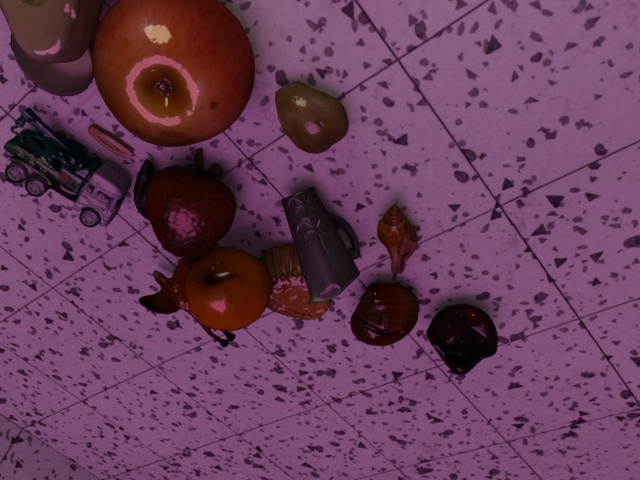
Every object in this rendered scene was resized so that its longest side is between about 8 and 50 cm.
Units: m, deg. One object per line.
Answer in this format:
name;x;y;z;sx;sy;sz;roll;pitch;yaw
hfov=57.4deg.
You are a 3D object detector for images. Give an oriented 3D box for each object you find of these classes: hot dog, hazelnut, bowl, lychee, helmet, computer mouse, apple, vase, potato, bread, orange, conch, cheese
hot dog;-0.598;-0.279;1.660;0.137;0.028;0.044;32;102;-17
hazelnut;0.204;0.233;1.810;0.181;0.181;0.212;29;121;13
bowl;-0.642;-0.478;1.454;0.212;0.112;0.211;6;130;7
lychee;-0.360;-0.103;1.629;0.255;0.299;0.255;22;165;6
helmet;0.435;0.293;1.796;0.216;0.193;0.189;-2;131;28
computer mouse;-0.512;-0.145;1.699;0.062;0.105;0.192;1;125;-5
apple;-0.335;-0.385;1.325;0.364;0.363;0.363;6;129;7
vase;0.000;0.000;1.647;0.156;0.251;0.300;-16;99;50
potato;-0.025;-0.310;1.451;0.157;0.157;0.194;-35;102;33
bread;-0.084;0.142;1.818;0.274;0.149;0.274;2;124;4
orange;-0.262;0.136;1.668;0.246;0.246;0.246;6;129;7
conch;0.219;-0.003;1.682;0.109;0.093;0.330;-13;147;0
cheese;-0.644;-0.561;1.283;0.351;0.129;0.328;9;93;1

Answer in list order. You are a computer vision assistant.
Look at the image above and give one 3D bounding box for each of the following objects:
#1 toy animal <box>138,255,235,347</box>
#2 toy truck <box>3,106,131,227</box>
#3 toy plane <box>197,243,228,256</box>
toy animal;-0.417;0.199;1.893;0.284;0.225;0.302;50;165;-19
toy truck;-0.724;-0.199;1.666;0.363;0.176;0.178;37;114;-16
toy plane;-0.327;0.098;1.860;0.229;0.092;0.244;31;135;3
